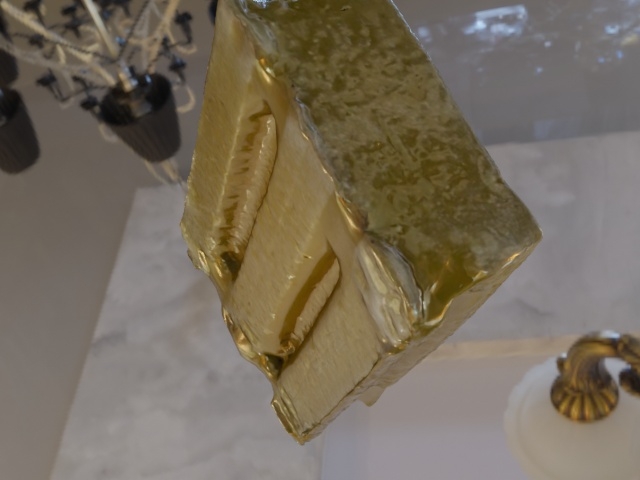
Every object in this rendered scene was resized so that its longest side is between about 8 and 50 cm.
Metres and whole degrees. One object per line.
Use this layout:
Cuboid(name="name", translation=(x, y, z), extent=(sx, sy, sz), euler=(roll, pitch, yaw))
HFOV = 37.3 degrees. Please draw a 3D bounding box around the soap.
Cuboid(name="soap", translation=(0.000, 0.000, 0.587), extent=(0.091, 0.315, 0.199), euler=(-26, -105, -22))
